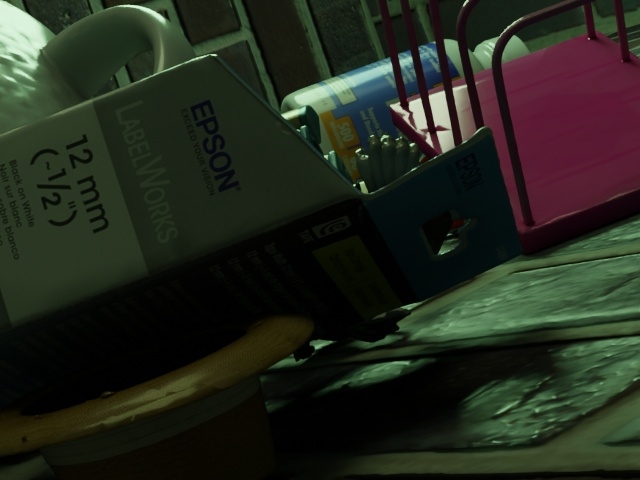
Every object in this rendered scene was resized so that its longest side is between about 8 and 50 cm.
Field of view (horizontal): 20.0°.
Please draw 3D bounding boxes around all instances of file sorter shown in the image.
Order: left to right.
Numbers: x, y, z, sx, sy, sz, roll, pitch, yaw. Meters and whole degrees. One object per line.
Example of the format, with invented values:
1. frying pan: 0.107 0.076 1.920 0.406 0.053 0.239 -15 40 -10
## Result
1. file sorter: 0.179 -0.156 1.427 0.202 0.182 0.291 -20 28 -10

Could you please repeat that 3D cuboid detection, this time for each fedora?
1. fedora: -0.080 0.097 0.902 0.194 0.079 0.194 -20 5 2

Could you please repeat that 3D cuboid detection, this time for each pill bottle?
1. pill bottle: 0.106 -0.133 2.006 0.272 0.152 0.152 -21 6 -11

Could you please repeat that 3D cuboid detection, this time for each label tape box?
1. label tape box: -0.072 -0.001 1.022 0.347 0.115 0.249 -22 -16 4

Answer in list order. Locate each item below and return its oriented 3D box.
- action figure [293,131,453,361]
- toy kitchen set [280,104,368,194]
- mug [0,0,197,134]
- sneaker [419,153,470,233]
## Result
1. action figure: 0.000 0.000 1.253 0.164 0.141 0.275 -5 9 19
2. toy kitchen set: 0.018 -0.020 1.730 0.122 0.166 0.207 -18 43 13
3. mug: -0.242 -0.030 1.341 0.374 0.276 0.328 -38 32 8
4. sneaker: 0.145 -0.070 1.625 0.145 0.090 0.270 -18 9 -7
